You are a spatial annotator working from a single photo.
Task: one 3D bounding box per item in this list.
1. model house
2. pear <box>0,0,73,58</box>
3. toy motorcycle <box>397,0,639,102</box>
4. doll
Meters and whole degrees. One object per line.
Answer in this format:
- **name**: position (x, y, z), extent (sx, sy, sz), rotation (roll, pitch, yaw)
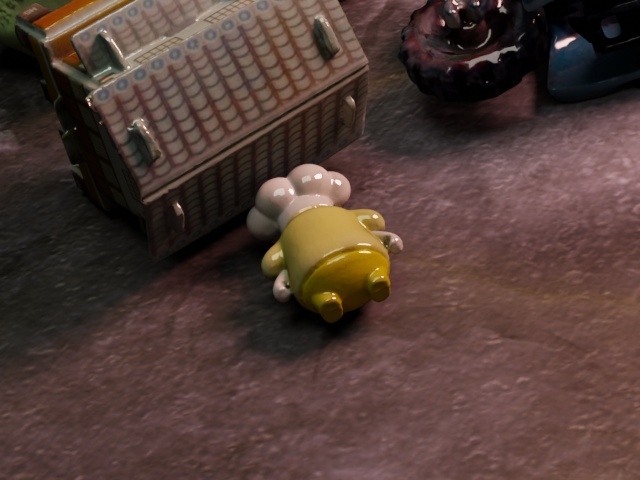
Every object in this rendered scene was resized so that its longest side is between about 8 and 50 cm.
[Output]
- **model house**: position (-0.109, -0.122, 1.383), extent (0.224, 0.198, 0.215), rotation (-32, 34, -22)
- **pear**: position (-0.206, -0.304, 1.613), extent (0.282, 0.286, 0.176), rotation (18, 29, 36)
- **toy motorcycle**: position (0.259, -0.248, 1.444), extent (0.416, 0.172, 0.232), rotation (-17, 42, 11)
- **doll**: position (0.000, 0.000, 1.305), extent (0.106, 0.062, 0.162), rotation (-22, 39, -7)
